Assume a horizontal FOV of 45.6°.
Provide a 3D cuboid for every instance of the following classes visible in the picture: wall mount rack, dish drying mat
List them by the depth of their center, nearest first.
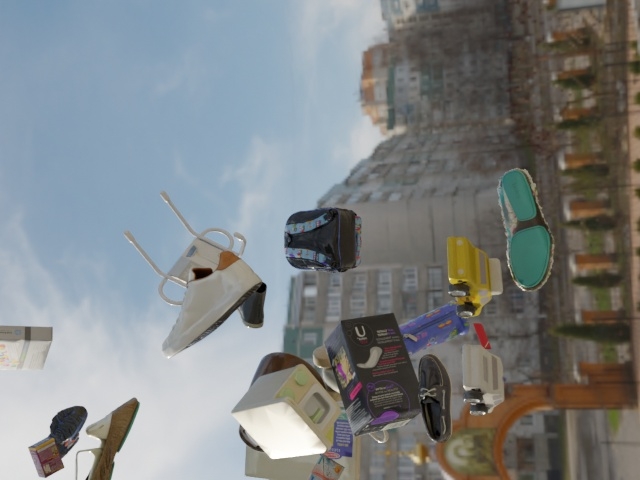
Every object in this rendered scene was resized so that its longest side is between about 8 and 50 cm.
[{"bbox_3d":[0.462,0.273,2.176,0.008,0.032,0.083,-56,39,44],"label":"dish drying mat"},{"bbox_3d":[-0.403,0.017,2.276,0.350,0.304,0.130,-59,-8,-45],"label":"wall mount rack"}]

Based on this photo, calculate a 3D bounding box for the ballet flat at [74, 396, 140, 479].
[{"bbox_3d":[-0.629,0.603,2.177,0.116,0.124,0.342,-19,51,66],"label":"ballet flat"}]

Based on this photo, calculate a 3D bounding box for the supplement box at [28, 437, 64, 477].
[{"bbox_3d":[-0.686,0.543,1.906,0.055,0.043,0.083,-23,-81,-47],"label":"supplement box"}]

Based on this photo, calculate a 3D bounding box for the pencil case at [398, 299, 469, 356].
[{"bbox_3d":[0.338,0.292,2.444,0.119,0.306,0.133,62,152,17],"label":"pencil case"}]

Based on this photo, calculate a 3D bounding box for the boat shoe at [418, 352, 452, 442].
[{"bbox_3d":[0.263,0.363,1.759,0.065,0.075,0.206,14,-113,-66],"label":"boat shoe"}]

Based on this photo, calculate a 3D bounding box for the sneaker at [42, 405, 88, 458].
[{"bbox_3d":[-0.711,0.537,2.133,0.083,0.221,0.087,47,-157,16],"label":"sneaker"}]

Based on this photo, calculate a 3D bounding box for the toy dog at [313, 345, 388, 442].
[{"bbox_3d":[0.133,0.403,2.213,0.161,0.333,0.220,-29,-40,-40],"label":"toy dog"}]

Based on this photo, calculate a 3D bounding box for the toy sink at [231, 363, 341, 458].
[{"bbox_3d":[-0.059,0.375,1.687,0.153,0.234,0.131,50,-129,-11],"label":"toy sink"}]

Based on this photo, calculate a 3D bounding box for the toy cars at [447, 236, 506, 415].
[{"bbox_3d":[0.291,0.161,1.365,0.176,0.087,0.394,-59,-39,-63],"label":"toy cars"}]

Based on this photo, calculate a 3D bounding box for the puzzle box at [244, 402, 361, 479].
[{"bbox_3d":[-0.060,0.678,2.569,0.052,0.409,0.272,19,-108,-67],"label":"puzzle box"}]

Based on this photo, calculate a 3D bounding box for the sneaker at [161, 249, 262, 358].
[{"bbox_3d":[-0.252,0.129,1.603,0.123,0.290,0.106,49,-159,7],"label":"sneaker"}]

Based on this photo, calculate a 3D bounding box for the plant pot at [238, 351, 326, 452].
[{"bbox_3d":[-0.128,0.467,2.123,0.230,0.215,0.215,-54,-40,-48],"label":"plant pot"}]

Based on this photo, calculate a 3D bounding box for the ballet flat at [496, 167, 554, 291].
[{"bbox_3d":[0.380,-0.018,1.395,0.077,0.091,0.241,37,-133,-60],"label":"ballet flat"}]

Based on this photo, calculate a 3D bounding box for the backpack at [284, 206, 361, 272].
[{"bbox_3d":[0.000,0.000,1.831,0.117,0.173,0.158,-1,-92,-53],"label":"backpack"}]

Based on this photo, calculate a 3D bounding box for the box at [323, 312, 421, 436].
[{"bbox_3d":[0.138,0.344,1.973,0.143,0.165,0.270,122,137,-53],"label":"box"}]

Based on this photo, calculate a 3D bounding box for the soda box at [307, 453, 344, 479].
[{"bbox_3d":[-0.012,0.548,1.642,0.063,0.058,0.183,-47,-16,-56],"label":"soda box"}]

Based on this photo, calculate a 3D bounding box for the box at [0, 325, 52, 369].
[{"bbox_3d":[-0.687,0.233,1.649,0.145,0.186,0.038,-54,39,45],"label":"box"}]

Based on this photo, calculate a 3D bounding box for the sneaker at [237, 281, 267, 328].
[{"bbox_3d":[-0.202,0.147,2.171,0.222,0.083,0.118,45,127,55],"label":"sneaker"}]
